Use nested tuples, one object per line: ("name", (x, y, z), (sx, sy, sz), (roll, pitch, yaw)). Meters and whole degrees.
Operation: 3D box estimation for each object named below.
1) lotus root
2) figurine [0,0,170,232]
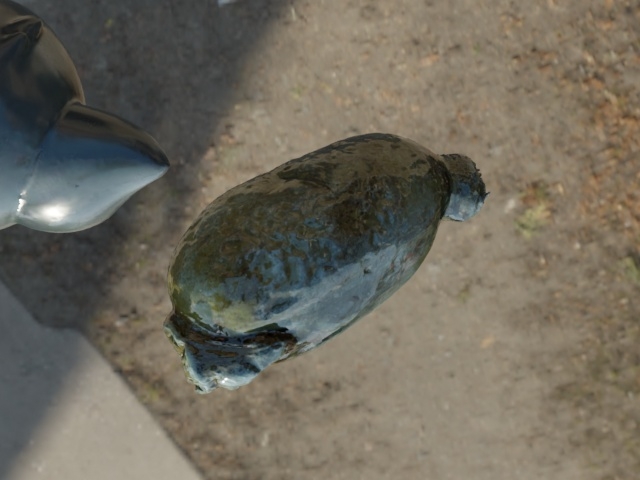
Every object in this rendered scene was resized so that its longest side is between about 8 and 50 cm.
("lotus root", (-0.002, -0.002, 1.093), (0.349, 0.175, 0.175), (-33, 142, -19))
("figurine", (-0.232, -0.049, 0.625), (0.265, 0.140, 0.193), (-36, 116, 21))
